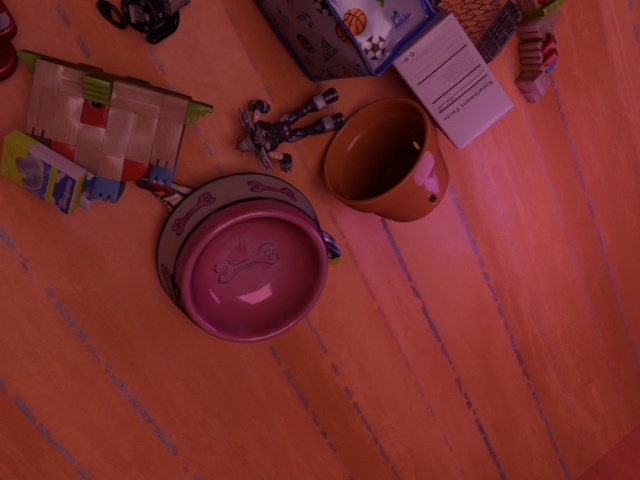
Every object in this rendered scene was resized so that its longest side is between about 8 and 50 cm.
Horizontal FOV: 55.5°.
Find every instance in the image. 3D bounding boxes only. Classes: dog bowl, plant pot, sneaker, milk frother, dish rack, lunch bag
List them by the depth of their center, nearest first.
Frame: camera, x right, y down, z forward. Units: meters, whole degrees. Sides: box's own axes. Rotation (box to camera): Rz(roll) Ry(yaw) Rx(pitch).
[{"bbox_3d":[-0.365,-0.494,1.258,0.143,0.129,0.134,32,50,0],"label":"milk frother"},{"bbox_3d":[0.004,-0.551,1.274,0.239,0.328,0.385,-48,115,-11],"label":"lunch bag"},{"bbox_3d":[-0.336,-0.090,1.385,0.186,0.069,0.083,16,95,-25],"label":"sneaker"},{"bbox_3d":[-0.164,0.058,1.412,0.408,0.150,0.407,-10,119,-19],"label":"dog bowl"},{"bbox_3d":[0.180,-0.175,1.498,0.203,0.291,0.290,35,88,-45],"label":"plant pot"},{"bbox_3d":[0.000,0.000,1.573,0.053,0.059,0.144,-34,105,23],"label":"sneaker"},{"bbox_3d":[0.395,-0.601,1.584,0.271,0.074,0.208,38,87,-29],"label":"dish rack"}]

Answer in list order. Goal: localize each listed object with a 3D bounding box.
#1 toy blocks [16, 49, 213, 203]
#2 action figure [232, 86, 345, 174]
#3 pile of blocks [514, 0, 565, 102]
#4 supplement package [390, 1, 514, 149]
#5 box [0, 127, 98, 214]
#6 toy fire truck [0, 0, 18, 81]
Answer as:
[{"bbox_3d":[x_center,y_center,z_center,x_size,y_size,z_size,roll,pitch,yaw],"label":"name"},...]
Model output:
[{"bbox_3d":[-0.436,-0.202,1.242,0.382,0.190,0.260,13,106,-12],"label":"toy blocks"},{"bbox_3d":[-0.079,-0.259,1.432,0.285,0.099,0.185,-26,104,-22],"label":"action figure"},{"bbox_3d":[0.622,-0.564,1.671,0.149,0.113,0.362,-15,109,-20],"label":"pile of blocks"},{"bbox_3d":[0.308,-0.406,1.509,0.175,0.177,0.293,-39,118,12],"label":"supplement package"},{"bbox_3d":[-0.533,-0.127,1.190,0.178,0.042,0.109,31,132,-4],"label":"box"},{"bbox_3d":[-0.722,-0.397,1.098,0.302,0.169,0.253,-31,90,-15],"label":"toy fire truck"}]
